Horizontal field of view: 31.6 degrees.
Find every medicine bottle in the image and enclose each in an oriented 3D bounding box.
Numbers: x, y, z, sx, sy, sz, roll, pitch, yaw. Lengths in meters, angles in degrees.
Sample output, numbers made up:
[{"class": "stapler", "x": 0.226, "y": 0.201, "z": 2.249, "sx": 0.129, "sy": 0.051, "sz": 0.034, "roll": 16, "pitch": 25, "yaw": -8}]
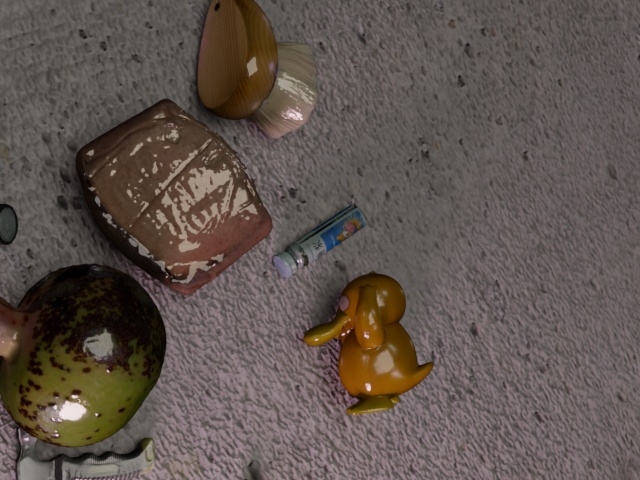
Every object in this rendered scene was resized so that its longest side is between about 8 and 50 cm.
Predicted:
[{"class": "medicine bottle", "x": 0.000, "y": 0.000, "z": 2.078, "sx": 0.191, "sy": 0.051, "sz": 0.051, "roll": -33, "pitch": 97, "yaw": -24}]

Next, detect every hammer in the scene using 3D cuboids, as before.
[{"class": "hammer", "x": -0.381, "y": 0.370, "z": 1.846, "sx": 0.226, "sy": 0.041, "sz": 0.158, "roll": -3, "pitch": 84, "yaw": -26}]

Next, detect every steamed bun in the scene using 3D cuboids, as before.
[{"class": "steamed bun", "x": -0.248, "y": -0.069, "z": 1.901, "sx": 0.251, "sy": 0.199, "sz": 0.301, "roll": -39, "pitch": 90, "yaw": -8}]

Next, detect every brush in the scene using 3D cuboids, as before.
[{"class": "brush", "x": -0.113, "y": -0.328, "z": 2.024, "sx": 0.166, "sy": 0.174, "sz": 0.266, "roll": 12, "pitch": 61, "yaw": -36}]

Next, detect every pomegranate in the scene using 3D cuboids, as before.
[{"class": "pomegranate", "x": -0.414, "y": 0.154, "z": 1.732, "sx": 0.341, "sy": 0.285, "sz": 0.285, "roll": 24, "pitch": 72, "yaw": -28}]

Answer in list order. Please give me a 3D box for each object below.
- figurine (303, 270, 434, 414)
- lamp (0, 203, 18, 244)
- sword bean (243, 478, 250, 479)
[{"class": "figurine", "x": 0.092, "y": 0.184, "z": 2.017, "sx": 0.215, "sy": 0.215, "sz": 0.228, "roll": -30, "pitch": 84, "yaw": -26}, {"class": "lamp", "x": -0.587, "y": 0.103, "z": 1.768, "sx": 0.109, "sy": 0.130, "sz": 0.371, "roll": 4, "pitch": 71, "yaw": 18}, {"class": "sword bean", "x": -0.139, "y": 0.545, "z": 1.937, "sx": 0.043, "sy": 0.038, "sz": 0.269, "roll": 22, "pitch": 72, "yaw": -47}]
